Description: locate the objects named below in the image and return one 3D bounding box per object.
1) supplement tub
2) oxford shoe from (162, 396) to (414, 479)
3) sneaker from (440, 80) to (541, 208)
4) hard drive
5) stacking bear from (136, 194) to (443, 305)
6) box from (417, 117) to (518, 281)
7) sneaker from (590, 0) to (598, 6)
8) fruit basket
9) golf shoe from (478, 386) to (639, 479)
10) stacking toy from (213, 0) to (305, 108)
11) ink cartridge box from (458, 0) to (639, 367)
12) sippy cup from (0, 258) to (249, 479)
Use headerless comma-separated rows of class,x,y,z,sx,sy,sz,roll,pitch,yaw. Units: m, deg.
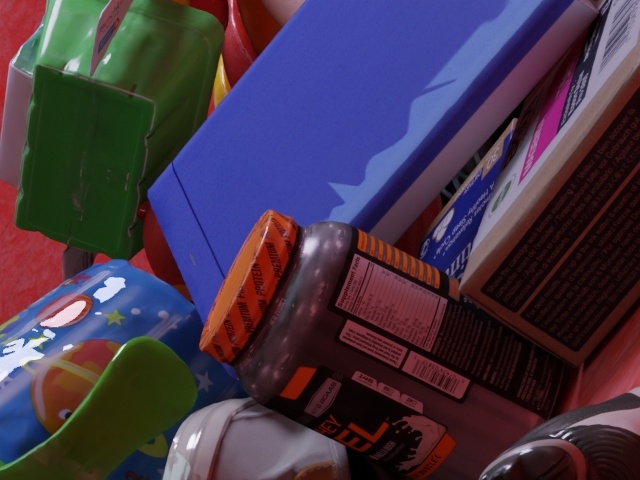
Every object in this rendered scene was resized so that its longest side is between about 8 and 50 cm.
supplement tub,0.034,0.064,1.127,0.117,0.190,0.117,-61,8,15
oxford shoe,0.010,0.155,1.355,0.449,0.130,0.169,-24,-60,-75
sneaker,0.117,-0.049,1.486,0.130,0.087,0.227,-18,-27,-49
hard drive,0.021,-0.084,1.264,0.318,0.040,0.210,-49,38,17
stacking bear,-0.048,-0.019,1.530,0.289,0.175,0.164,-16,63,60
box,0.103,0.040,1.297,0.136,0.036,0.225,-54,20,42
sneaker,0.277,-0.272,1.608,0.118,0.083,0.222,-30,-30,-57
fruit basket,-0.169,-0.165,1.749,0.353,0.165,0.327,-78,2,-48
golf shoe,0.069,0.168,0.846,0.273,0.105,0.120,-49,-6,36
stacking toy,-0.002,-0.159,1.987,0.480,0.350,0.350,-53,8,47
ink cartridge box,0.181,-0.072,1.128,0.193,0.088,0.234,-54,7,35
sippy cup,-0.172,0.141,1.363,0.305,0.240,0.224,15,50,44
